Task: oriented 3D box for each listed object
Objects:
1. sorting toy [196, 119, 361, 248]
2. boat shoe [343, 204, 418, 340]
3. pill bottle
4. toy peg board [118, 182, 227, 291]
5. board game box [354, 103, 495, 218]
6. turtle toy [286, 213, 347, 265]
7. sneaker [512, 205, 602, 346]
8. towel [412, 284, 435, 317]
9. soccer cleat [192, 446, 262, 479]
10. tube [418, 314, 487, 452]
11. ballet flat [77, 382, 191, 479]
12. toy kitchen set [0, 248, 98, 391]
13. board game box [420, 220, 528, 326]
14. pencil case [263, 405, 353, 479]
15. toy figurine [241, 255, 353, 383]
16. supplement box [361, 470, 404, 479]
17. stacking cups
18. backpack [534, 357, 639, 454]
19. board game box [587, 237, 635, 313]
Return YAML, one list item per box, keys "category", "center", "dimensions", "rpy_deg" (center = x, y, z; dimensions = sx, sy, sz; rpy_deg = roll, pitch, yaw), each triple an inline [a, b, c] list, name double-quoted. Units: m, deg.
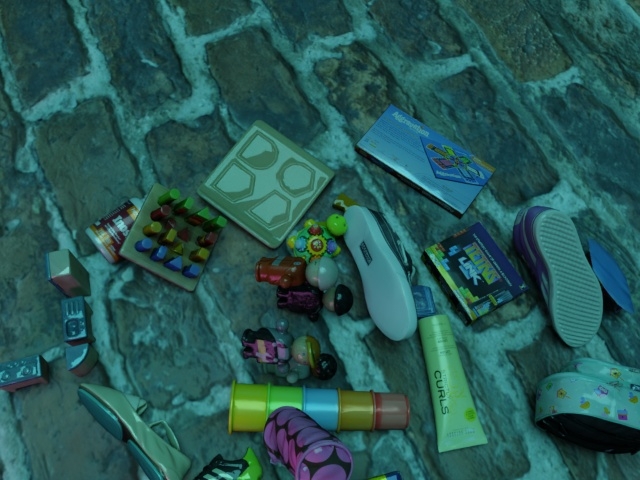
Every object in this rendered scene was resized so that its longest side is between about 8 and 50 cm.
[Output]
- category: "sorting toy"
  center: [-0.076, -0.094, 1.251]
  dimensions: [0.307, 0.041, 0.229]
  rpy_deg: [36, 71, 6]
- category: "boat shoe"
  center: [0.134, 0.057, 1.138]
  dimensions: [0.102, 0.108, 0.301]
  rpy_deg: [6, 43, -31]
- category: "pill bottle"
  center: [-0.380, -0.030, 1.175]
  dimensions: [0.152, 0.086, 0.086]
  rpy_deg: [-39, 73, -18]
- category: "toy peg board"
  center: [-0.271, -0.012, 1.134]
  dimensions: [0.161, 0.079, 0.161]
  rpy_deg: [32, 62, -26]
- category: "board game box"
  center: [0.230, -0.180, 1.308]
  dimensions: [0.281, 0.027, 0.145]
  rpy_deg: [35, 70, 13]
- category: "turtle toy"
  center: [0.000, 0.000, 1.172]
  dimensions: [0.095, 0.066, 0.130]
  rpy_deg: [45, 82, -3]
- category: "sneaker"
  center: [0.462, 0.062, 1.172]
  dimensions: [0.102, 0.161, 0.282]
  rpy_deg: [-17, 100, -4]
- category: "towel"
  center: [0.164, 0.122, 1.165]
  dimensions: [0.119, 0.029, 0.067]
  rpy_deg: [-5, 65, -5]
- category: "soccer cleat"
  center: [-0.187, 0.412, 1.004]
  dimensions: [0.178, 0.060, 0.072]
  rpy_deg: [-17, 58, -17]
- category: "tube"
  center: [0.237, 0.259, 1.093]
  dimensions: [0.070, 0.062, 0.240]
  rpy_deg: [-22, 67, 32]
- category: "ballet flat"
  center: [-0.318, 0.326, 1.029]
  dimensions: [0.248, 0.086, 0.086]
  rpy_deg: [43, 70, 14]
- category: "toy kitchen set"
  center: [-0.510, 0.146, 1.068]
  dimensions: [0.165, 0.122, 0.207]
  rpy_deg: [-13, 66, -9]
- category: "board game box"
  center: [0.308, 0.065, 1.189]
  dimensions: [0.141, 0.048, 0.170]
  rpy_deg: [-27, 70, -13]
- category: "pencil case"
  center: [-0.025, 0.324, 0.898]
  dimensions: [0.095, 0.209, 0.098]
  rpy_deg: [33, 78, -13]
- category: "toy figurine"
  center: [-0.032, 0.142, 1.045]
  dimensions: [0.148, 0.213, 0.210]
  rpy_deg: [3, 64, 14]
- category: "supplement box"
  center: [-0.032, 0.498, 0.892]
  dimensions: [0.356, 0.194, 0.195]
  rpy_deg: [-12, 67, -8]
- category: "stacking cups"
  center: [-0.003, 0.303, 1.052]
  dimensions: [0.315, 0.096, 0.096]
  rpy_deg: [4, 65, -7]
- category: "backpack"
  center: [0.474, 0.287, 1.031]
  dimensions: [0.188, 0.166, 0.145]
  rpy_deg: [8, 64, -3]
- category: "board game box"
  center: [0.564, 0.074, 1.175]
  dimensions: [0.133, 0.033, 0.169]
  rpy_deg: [42, 36, -14]
